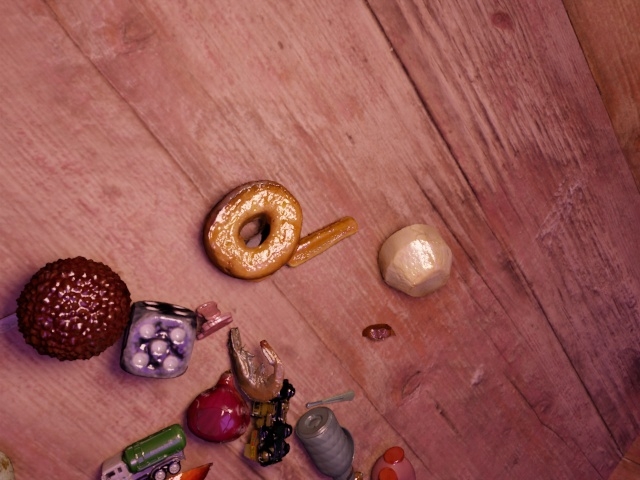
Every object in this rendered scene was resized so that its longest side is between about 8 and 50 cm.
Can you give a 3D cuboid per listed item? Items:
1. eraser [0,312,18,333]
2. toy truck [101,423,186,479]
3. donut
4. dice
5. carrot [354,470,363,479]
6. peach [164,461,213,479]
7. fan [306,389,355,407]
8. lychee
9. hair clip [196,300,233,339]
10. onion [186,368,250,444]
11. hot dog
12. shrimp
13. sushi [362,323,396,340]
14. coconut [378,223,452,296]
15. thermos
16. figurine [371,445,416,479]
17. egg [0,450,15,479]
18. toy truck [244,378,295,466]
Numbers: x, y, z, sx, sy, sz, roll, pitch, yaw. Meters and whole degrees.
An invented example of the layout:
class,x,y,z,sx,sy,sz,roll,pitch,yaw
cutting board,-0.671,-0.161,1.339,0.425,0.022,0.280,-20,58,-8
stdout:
class,x,y,z,sx,sy,sz,roll,pitch,yaw
eraser,-0.825,0.219,1.124,0.083,0.019,0.038,-27,107,-19
toy truck,-0.515,0.649,1.265,0.242,0.101,0.125,-21,99,-23
donut,-0.200,-0.031,1.291,0.299,0.150,0.317,9,86,-11
dice,-0.455,0.275,1.205,0.183,0.182,0.181,15,90,-23
carrot,0.053,0.939,1.577,0.254,0.049,0.049,-27,106,-16
peach,-0.439,0.772,1.281,0.279,0.068,0.189,-30,146,-9
fan,0.038,0.579,1.546,0.193,0.016,0.038,-4,99,-24
lychee,-0.623,0.176,1.095,0.264,0.300,0.264,-1,65,2
hair clip,-0.318,0.252,1.290,0.123,0.138,0.102,-29,111,-26
onion,-0.304,0.511,1.324,0.195,0.140,0.218,15,77,-5
hot dog,0.002,0.002,1.443,0.286,0.061,0.088,-24,105,-18
shrimp,-0.202,0.383,1.338,0.173,0.058,0.253,-20,84,18
sushi,0.218,0.341,1.580,0.120,0.052,0.055,-5,98,-23
coconut,0.332,0.059,1.511,0.259,0.259,0.259,-3,97,-24
thermos,0.040,0.724,1.504,0.182,0.145,0.286,-46,117,-46
figurine,0.275,0.892,1.604,0.173,0.173,0.173,-3,97,-24
egg,-0.866,0.650,1.073,0.169,0.169,0.231,23,73,-24
toy truck,-0.165,0.581,1.388,0.127,0.127,0.257,26,70,-60
